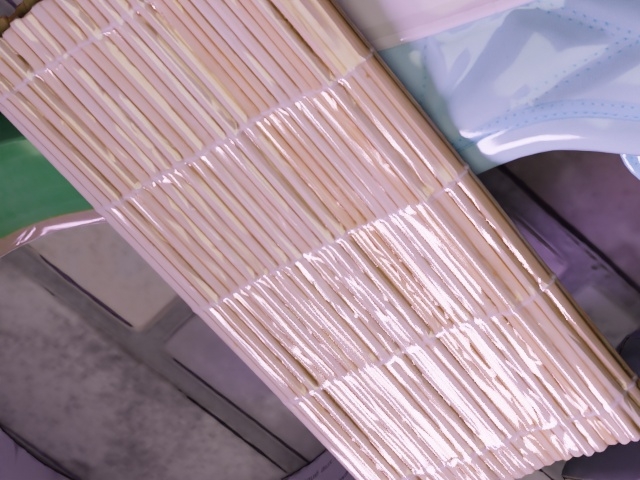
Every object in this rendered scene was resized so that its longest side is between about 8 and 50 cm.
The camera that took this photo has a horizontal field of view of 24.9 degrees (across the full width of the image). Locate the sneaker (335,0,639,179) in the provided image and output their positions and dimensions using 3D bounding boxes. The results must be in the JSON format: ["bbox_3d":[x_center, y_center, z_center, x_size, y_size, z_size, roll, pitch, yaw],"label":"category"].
[{"bbox_3d":[0.169,-0.105,0.609,0.366,0.135,0.150,-12,120,21],"label":"sneaker"}]

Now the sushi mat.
[{"bbox_3d":[0.000,0.000,0.629,0.151,0.019,0.316,-28,115,30],"label":"sushi mat"}]

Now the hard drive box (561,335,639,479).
[{"bbox_3d":[0.253,0.123,0.670,0.181,0.232,0.089,33,74,-17],"label":"hard drive box"}]

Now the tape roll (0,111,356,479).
[{"bbox_3d":[-0.083,0.070,0.738,0.321,0.077,0.321,1,119,2],"label":"tape roll"}]
